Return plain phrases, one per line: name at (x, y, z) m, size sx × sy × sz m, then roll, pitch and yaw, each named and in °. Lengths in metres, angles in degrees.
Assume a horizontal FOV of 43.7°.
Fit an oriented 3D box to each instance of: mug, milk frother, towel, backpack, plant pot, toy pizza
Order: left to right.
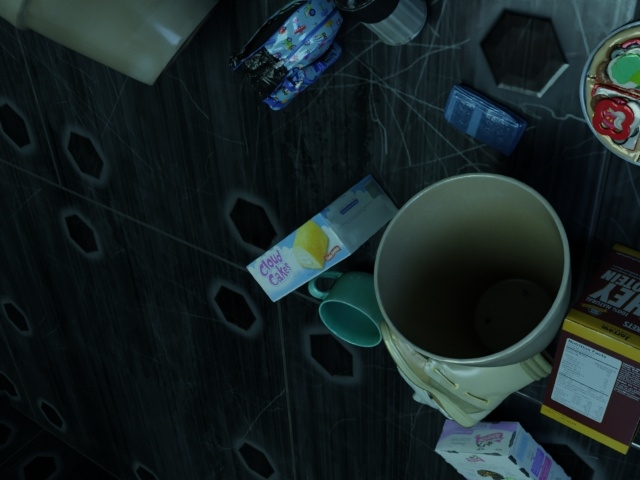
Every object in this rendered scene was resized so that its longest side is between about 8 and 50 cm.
plant pot at (-0.329, -0.419, 1.314) m, size 0.280 × 0.323 × 0.323 m, roll 38°, pitch 142°, yaw -13°
backpack at (-0.031, -0.304, 1.221) m, size 0.117 × 0.158 × 0.173 m, roll 47°, pitch 130°, yaw -11°
mug at (0.069, 0.110, 1.478) m, size 0.129 × 0.097 × 0.158 m, roll -2°, pitch 133°, yaw 41°
milk frother at (0.107, -0.351, 1.074) m, size 0.143 × 0.134 × 0.129 m, roll -3°, pitch 81°, yaw 31°
towel at (0.237, -0.175, 1.165) m, size 0.119 × 0.029 × 0.067 m, roll 33°, pitch 139°, yaw 18°
plant pot at (0.245, 0.074, 1.133) m, size 0.256 × 0.257 × 0.274 m, roll 19°, pitch 170°, yaw 32°
toy pizza at (0.418, -0.175, 0.994) m, size 0.201 × 0.032 × 0.201 m, roll 24°, pitch 135°, yaw 27°

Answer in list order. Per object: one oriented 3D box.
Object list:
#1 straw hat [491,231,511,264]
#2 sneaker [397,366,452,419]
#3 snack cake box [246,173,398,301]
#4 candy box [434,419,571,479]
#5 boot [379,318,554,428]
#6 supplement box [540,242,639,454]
straw hat at (0.277, -0.027, 1.214) m, size 0.144 × 0.061 × 0.145 m, roll 10°, pitch 145°, yaw 7°
sneaker at (0.178, 0.199, 1.468) m, size 0.118 × 0.110 × 0.292 m, roll 5°, pitch 124°, yaw 51°
snack cake box at (0.000, 0.000, 1.428) m, size 0.089 × 0.152 × 0.264 m, roll 52°, pitch 140°, yaw -3°
candy box at (0.335, 0.409, 1.464) m, size 0.164 × 0.070 × 0.196 m, roll -10°, pitch 133°, yaw 47°
boot at (0.243, 0.177, 1.314) m, size 0.203 × 0.095 × 0.262 m, roll -37°, pitch 109°, yaw 22°
supplement box at (0.422, 0.148, 1.124) m, size 0.129 × 0.191 × 0.194 m, roll 24°, pitch 135°, yaw 27°
